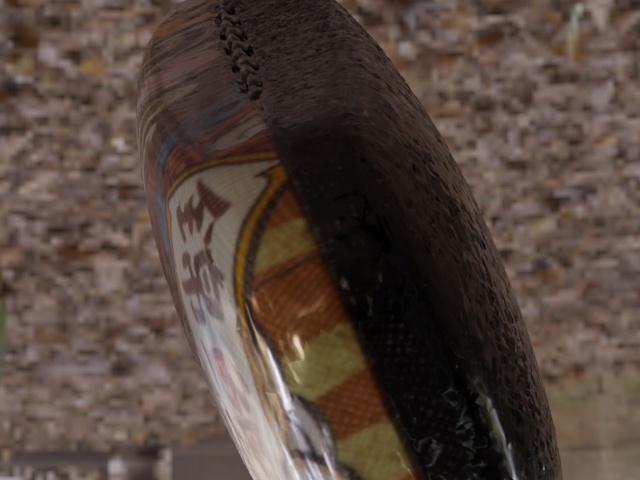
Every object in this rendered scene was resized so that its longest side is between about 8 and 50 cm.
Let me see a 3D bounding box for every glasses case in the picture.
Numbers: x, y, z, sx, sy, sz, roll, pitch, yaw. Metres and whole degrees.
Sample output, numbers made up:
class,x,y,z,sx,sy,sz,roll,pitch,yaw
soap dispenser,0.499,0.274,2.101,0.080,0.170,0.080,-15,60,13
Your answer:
class,x,y,z,sx,sy,sz,roll,pitch,yaw
glasses case,0.000,0.000,0.494,0.082,0.122,0.321,-21,-164,0
